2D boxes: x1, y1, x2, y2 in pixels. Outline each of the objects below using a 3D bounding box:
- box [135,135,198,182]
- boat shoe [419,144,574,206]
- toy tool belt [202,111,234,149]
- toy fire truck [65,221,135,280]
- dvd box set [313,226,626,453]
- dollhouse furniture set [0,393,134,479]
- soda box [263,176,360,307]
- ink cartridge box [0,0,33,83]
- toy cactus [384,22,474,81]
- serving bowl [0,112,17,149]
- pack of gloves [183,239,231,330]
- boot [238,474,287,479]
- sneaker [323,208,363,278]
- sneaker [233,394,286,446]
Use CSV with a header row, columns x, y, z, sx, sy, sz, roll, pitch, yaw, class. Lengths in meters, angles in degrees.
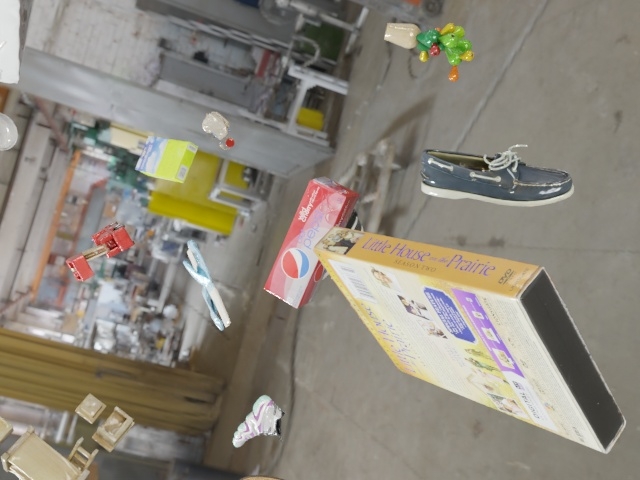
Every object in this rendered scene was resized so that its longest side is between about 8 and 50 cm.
x,y,z,sx,sy,sz,roll,pitch,yaw,class
-0.415,-0.220,2.108,0.178,0.042,0.109,14,80,42,box
0.291,-0.113,1.305,0.095,0.254,0.079,-43,-46,-52,boat shoe
-0.212,-0.234,1.655,0.052,0.083,0.051,-42,17,7,toy tool belt
-0.445,0.019,1.568,0.135,0.047,0.192,-32,17,-18,toy fire truck
0.198,0.129,1.134,0.062,0.308,0.420,-46,29,-20,dvd box set
-0.404,0.283,1.178,0.161,0.182,0.101,-51,-2,-32,dollhouse furniture set
-0.018,0.004,1.632,0.083,0.092,0.263,-16,-48,-65,soda box
-0.568,-0.511,1.341,0.279,0.160,0.385,131,142,-61,ink cartridge box
0.220,-0.405,1.620,0.219,0.180,0.112,-84,6,-69,toy cactus
-0.699,-0.233,1.692,0.027,0.083,0.083,-12,55,32,serving bowl
-0.295,0.117,1.933,0.232,0.046,0.195,66,162,7,pack of gloves
-0.051,0.600,1.653,0.112,0.305,0.115,-56,11,4,boot
0.000,0.000,1.777,0.079,0.121,0.217,26,63,40,sneaker
-0.089,0.297,1.221,0.098,0.069,0.038,-58,-12,15,sneaker
